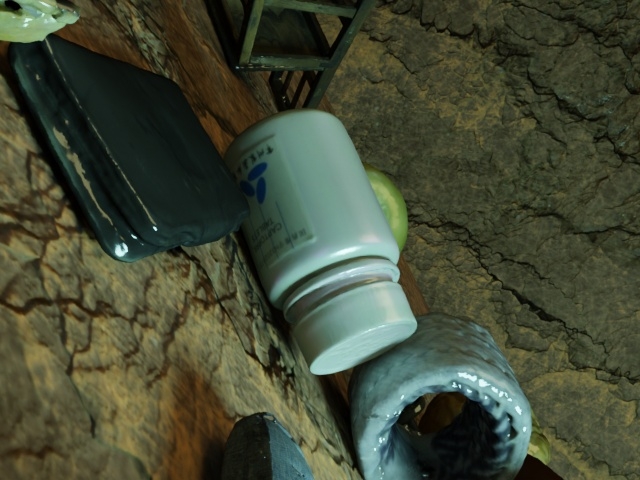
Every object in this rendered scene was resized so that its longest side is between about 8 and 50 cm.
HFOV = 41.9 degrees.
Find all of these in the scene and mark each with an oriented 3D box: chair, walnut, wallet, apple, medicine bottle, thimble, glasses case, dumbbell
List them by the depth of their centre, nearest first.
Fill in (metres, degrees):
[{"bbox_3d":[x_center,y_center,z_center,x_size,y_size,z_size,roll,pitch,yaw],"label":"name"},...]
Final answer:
[{"bbox_3d":[-0.028,0.232,0.563,0.282,0.067,0.109,-96,160,-60],"label":"glasses case"},{"bbox_3d":[-0.151,-0.084,0.785,0.197,0.051,0.377,61,9,-1],"label":"wallet"},{"bbox_3d":[0.000,0.000,1.004,0.293,0.170,0.170,67,10,23],"label":"medicine bottle"},{"bbox_3d":[0.145,0.221,1.058,0.157,0.217,0.245,-93,178,-64],"label":"thimble"},{"bbox_3d":[0.034,-0.026,1.205,0.200,0.200,0.200,60,10,-19],"label":"apple"},{"bbox_3d":[0.145,0.303,1.245,0.254,0.081,0.081,62,10,-6],"label":"dumbbell"},{"bbox_3d":[0.266,0.351,1.391,0.224,0.257,0.257,33,5,11],"label":"walnut"},{"bbox_3d":[-0.095,-0.384,1.547,0.241,0.416,0.203,-3,57,-30],"label":"chair"}]

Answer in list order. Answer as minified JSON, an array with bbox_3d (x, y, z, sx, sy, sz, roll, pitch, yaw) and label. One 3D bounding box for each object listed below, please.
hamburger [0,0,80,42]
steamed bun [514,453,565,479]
[{"bbox_3d":[-0.246,-0.222,0.516,0.155,0.135,0.207,-21,99,-65],"label":"hamburger"},{"bbox_3d":[0.277,0.448,1.022,0.248,0.235,0.379,61,-3,-6],"label":"steamed bun"}]
